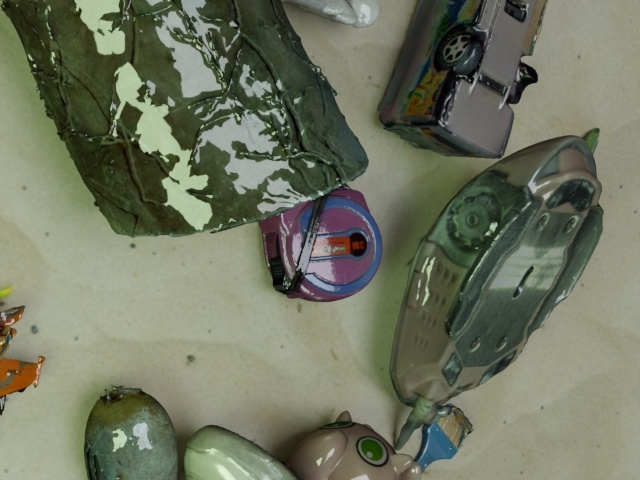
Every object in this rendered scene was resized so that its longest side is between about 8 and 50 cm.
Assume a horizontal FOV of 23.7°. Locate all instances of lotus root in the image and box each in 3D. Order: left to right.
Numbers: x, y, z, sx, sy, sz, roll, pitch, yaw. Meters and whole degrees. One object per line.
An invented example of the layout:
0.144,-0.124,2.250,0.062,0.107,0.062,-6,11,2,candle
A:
-0.176,0.212,1.430,0.088,0.088,0.165,-16,110,-32,lotus root

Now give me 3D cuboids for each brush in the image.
0.106,0.247,1.655,0.164,0.014,0.051,-48,114,-21,brush

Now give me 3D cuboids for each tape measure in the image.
0.000,0.000,1.541,0.118,0.074,0.125,-4,89,-28,tape measure

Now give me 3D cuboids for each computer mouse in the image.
0.162,0.048,1.610,0.199,0.115,0.389,8,117,-48,computer mouse

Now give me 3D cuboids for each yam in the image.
-0.136,-0.173,1.353,0.241,0.241,0.348,-35,105,-28,yam

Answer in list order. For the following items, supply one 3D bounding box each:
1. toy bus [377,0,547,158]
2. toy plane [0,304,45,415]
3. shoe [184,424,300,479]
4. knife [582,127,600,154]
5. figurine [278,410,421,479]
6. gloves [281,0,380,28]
0.168,-0.246,1.609,0.112,0.138,0.317,28,75,-36,toy bus
-0.315,0.142,1.352,0.135,0.062,0.188,10,100,-34,toy plane
-0.085,0.352,1.457,0.210,0.132,0.342,-32,115,-28,shoe
0.286,-0.054,1.759,0.026,0.022,0.184,45,65,-54,knife
0.023,0.236,1.533,0.138,0.125,0.125,-10,97,-37,figurine
-0.020,-0.295,1.501,0.219,0.131,0.140,45,62,-59,gloves
